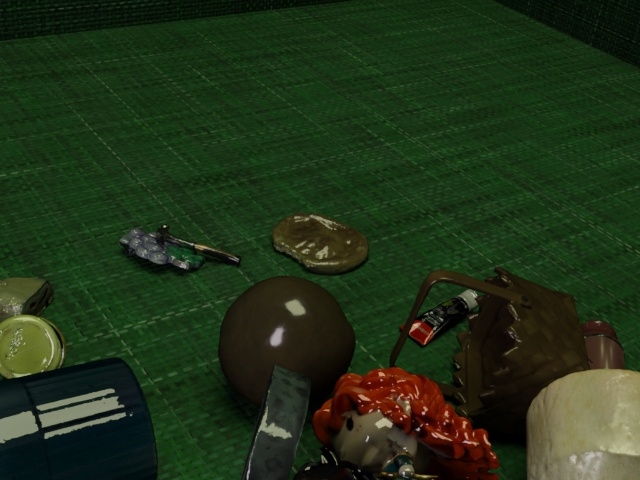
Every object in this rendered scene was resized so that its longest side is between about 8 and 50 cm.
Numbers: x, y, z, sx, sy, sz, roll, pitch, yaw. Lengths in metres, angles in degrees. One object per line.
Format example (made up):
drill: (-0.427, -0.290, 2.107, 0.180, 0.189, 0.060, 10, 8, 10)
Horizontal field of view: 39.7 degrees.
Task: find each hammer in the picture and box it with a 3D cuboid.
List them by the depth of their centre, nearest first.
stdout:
hammer: (-0.275, 0.015, 1.993, 0.201, 0.021, 0.078, 20, 21, -2)

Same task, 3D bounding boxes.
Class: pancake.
pancake: (0.000, -0.001, 2.091, 0.223, 0.042, 0.236, -13, 37, -24)

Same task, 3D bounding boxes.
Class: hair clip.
hair clip: (-0.356, 0.030, 1.980, 0.196, 0.052, 0.124, 15, 28, 0)

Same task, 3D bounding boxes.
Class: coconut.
coconut: (0.469, 0.341, 1.427, 0.329, 0.328, 0.328, 5, 33, -3)

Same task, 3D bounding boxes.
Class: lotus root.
lotus root: (-0.623, 0.115, 1.763, 0.144, 0.070, 0.143, 7, 32, 0)

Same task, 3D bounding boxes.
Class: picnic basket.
picnic basket: (0.311, 0.196, 1.650, 0.321, 0.254, 0.291, 16, 32, -5)

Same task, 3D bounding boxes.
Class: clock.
clock: (-0.082, 0.339, 1.314, 0.062, 0.312, 0.312, 16, 33, -2)

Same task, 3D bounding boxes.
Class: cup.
cup: (-0.429, 0.329, 1.368, 0.292, 0.308, 0.242, -12, 70, -28)

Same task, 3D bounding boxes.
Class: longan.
longan: (-0.058, 0.185, 1.601, 0.258, 0.258, 0.258, 5, 33, -3)

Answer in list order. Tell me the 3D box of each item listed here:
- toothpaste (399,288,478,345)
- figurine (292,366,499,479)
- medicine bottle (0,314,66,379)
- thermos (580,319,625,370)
toothpaste: (0.261, 0.165, 1.891, 0.194, 0.045, 0.071, -25, 44, -31)
figurine: (0.105, 0.365, 1.353, 0.306, 0.241, 0.412, 6, 23, 18)
medicine bottle: (-0.513, 0.186, 1.553, 0.124, 0.124, 0.239, -6, -1, -20)
thermos: (0.524, 0.264, 1.724, 0.136, 0.109, 0.330, 7, 32, 13)
